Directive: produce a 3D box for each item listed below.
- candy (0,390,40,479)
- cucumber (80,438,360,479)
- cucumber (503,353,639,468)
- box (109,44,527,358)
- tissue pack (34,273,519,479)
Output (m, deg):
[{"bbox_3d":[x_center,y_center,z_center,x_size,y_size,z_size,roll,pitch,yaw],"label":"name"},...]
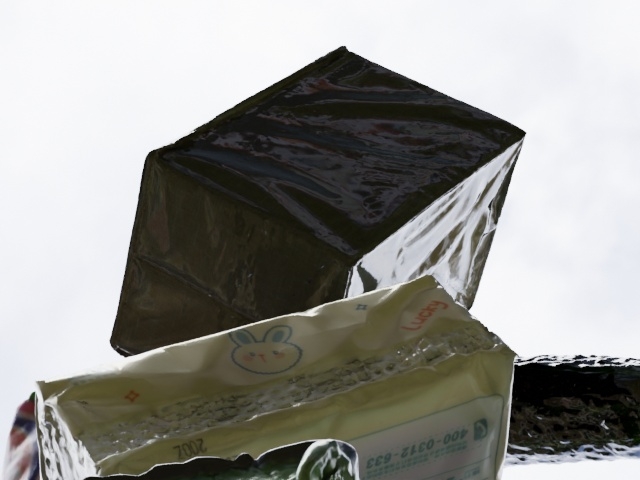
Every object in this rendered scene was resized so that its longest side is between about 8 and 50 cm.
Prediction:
[{"bbox_3d":[0.003,0.145,1.037,0.365,0.124,0.124,1,-107,-14],"label":"candy"},{"bbox_3d":[-0.079,0.117,0.519,0.193,0.115,0.086,-5,-76,-1],"label":"cucumber"},{"bbox_3d":[0.141,0.106,1.163,0.074,0.241,0.074,8,-102,-43],"label":"cucumber"},{"bbox_3d":[0.000,0.000,1.167,0.149,0.155,0.231,28,-147,21],"label":"box"},{"bbox_3d":[-0.020,0.109,0.800,0.196,0.148,0.092,-13,-144,-25],"label":"tissue pack"}]
